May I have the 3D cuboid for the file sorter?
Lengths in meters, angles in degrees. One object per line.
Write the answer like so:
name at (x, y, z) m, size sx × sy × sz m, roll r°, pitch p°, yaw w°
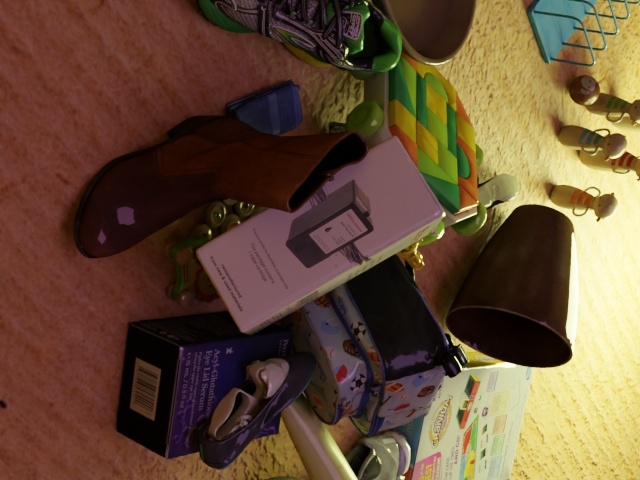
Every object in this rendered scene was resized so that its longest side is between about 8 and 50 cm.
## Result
file sorter at (0.444, -0.389, 2.073) m, size 0.170 × 0.104 × 0.118 m, roll -51°, pitch 135°, yaw -21°

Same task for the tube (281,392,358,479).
tube at (-0.015, 0.275, 1.758) m, size 0.062 × 0.070 × 0.240 m, roll -33°, pitch 98°, yaw -34°

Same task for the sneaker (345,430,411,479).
sneaker at (0.067, 0.419, 1.989) m, size 0.132 × 0.086 × 0.229 m, roll 7°, pitch 89°, yaw -44°

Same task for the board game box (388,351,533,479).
board game box at (0.239, 0.316, 2.145) m, size 0.316 × 0.064 × 0.242 m, roll 0°, pitch 104°, yaw -48°

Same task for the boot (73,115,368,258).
boot at (-0.119, -0.049, 1.432) m, size 0.264 × 0.280 × 0.096 m, roll -35°, pitch 122°, yaw -34°

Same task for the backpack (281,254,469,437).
backpack at (0.065, 0.148, 1.732) m, size 0.213 × 0.277 × 0.263 m, roll -17°, pitch 146°, yaw -7°

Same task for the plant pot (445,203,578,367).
plant pot at (0.345, 0.064, 2.082) m, size 0.215 × 0.215 × 0.230 m, roll 49°, pitch 54°, yaw -46°

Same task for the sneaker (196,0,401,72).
sneaker at (-0.019, -0.302, 1.557) m, size 0.343 × 0.146 × 0.134 m, roll 14°, pitch 94°, yaw -49°

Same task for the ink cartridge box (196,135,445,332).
ink cartridge box at (0.000, 0.000, 1.510) m, size 0.272 × 0.115 × 0.198 m, roll -30°, pitch 175°, yaw -3°

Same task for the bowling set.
bowling set at (0.515, -0.188, 2.191) m, size 0.287 × 0.154 × 0.200 m, roll -53°, pitch 137°, yaw -21°

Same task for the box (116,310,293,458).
box at (-0.149, 0.182, 1.626) m, size 0.207 × 0.108 × 0.153 m, roll -5°, pitch 108°, yaw -47°

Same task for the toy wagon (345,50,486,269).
toy wagon at (0.141, -0.113, 1.729) m, size 0.267 × 0.068 × 0.344 m, roll 39°, pitch 38°, yaw -35°

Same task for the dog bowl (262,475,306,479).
dog bowl at (-0.067, 0.511, 1.849) m, size 0.348 × 0.102 × 0.349 m, roll -21°, pitch 119°, yaw -43°

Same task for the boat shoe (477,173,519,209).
boat shoe at (0.280, -0.078, 2.060) m, size 0.133 × 0.042 × 0.049 m, roll -23°, pitch 96°, yaw -42°

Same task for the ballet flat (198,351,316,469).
ballet flat at (-0.082, 0.200, 1.571) m, size 0.203 × 0.074 × 0.074 m, roll -46°, pitch 134°, yaw -24°

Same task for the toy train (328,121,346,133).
toy train at (0.051, -0.088, 1.774) m, size 0.105 × 0.080 × 0.184 m, roll -40°, pitch 130°, yaw -43°

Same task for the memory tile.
memory tile at (-0.112, -0.008, 1.668) m, size 0.113 × 0.012 × 0.148 m, roll -59°, pitch 138°, yaw -14°

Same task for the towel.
towel at (-0.074, -0.164, 1.638) m, size 0.119 × 0.029 × 0.067 m, roll -29°, pitch 124°, yaw -39°

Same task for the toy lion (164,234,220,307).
toy lion at (-0.154, 0.038, 1.615) m, size 0.096 × 0.034 × 0.100 m, roll -24°, pitch 126°, yaw -38°

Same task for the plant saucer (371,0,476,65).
plant saucer at (0.141, -0.384, 1.741) m, size 0.278 × 0.041 × 0.278 m, roll -4°, pitch 95°, yaw -55°
